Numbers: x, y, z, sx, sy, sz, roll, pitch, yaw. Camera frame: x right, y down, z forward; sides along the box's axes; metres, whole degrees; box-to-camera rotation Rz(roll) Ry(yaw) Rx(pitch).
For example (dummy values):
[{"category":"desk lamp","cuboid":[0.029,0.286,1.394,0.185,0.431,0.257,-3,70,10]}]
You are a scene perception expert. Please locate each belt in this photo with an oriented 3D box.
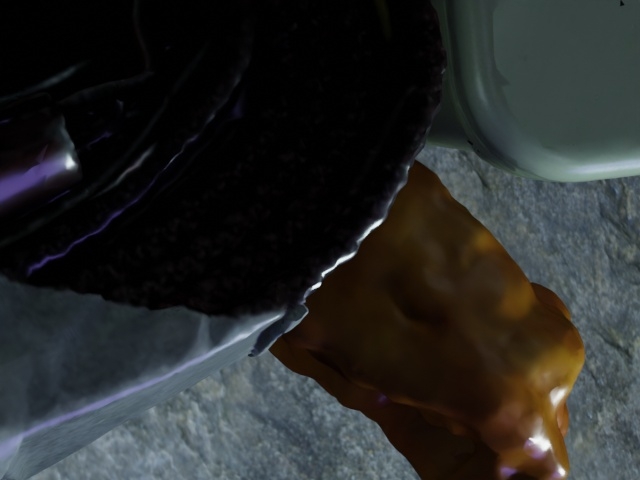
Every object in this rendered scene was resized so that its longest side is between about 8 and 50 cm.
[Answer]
[{"category":"belt","cuboid":[-0.115,-0.017,0.489,0.289,0.184,0.164,-27,-177,-20]}]

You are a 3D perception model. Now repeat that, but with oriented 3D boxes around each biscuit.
[{"category":"biscuit","cuboid":[0.000,0.000,0.798,0.110,0.318,0.312,-49,170,0]}]

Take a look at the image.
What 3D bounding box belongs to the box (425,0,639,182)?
[{"category":"box","cuboid":[0.186,-0.134,0.721,0.352,0.177,0.344,-8,-174,-9]}]
